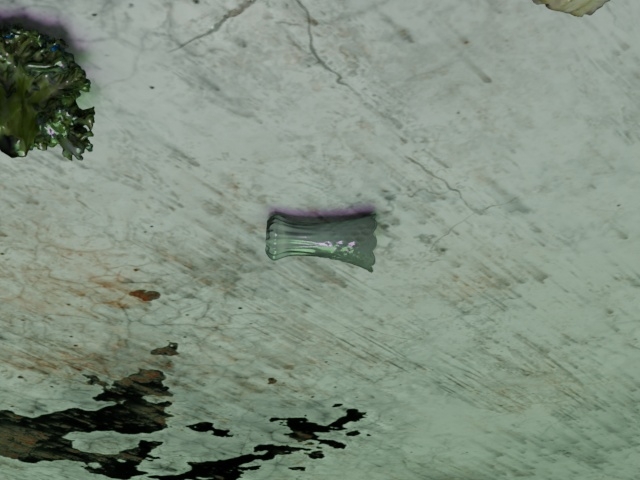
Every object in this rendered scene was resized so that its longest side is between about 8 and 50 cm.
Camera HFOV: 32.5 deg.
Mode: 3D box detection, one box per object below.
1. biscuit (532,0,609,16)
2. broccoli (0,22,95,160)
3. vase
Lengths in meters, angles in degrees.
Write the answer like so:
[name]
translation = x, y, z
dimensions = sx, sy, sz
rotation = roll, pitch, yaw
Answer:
[biscuit]
translation = 0.260, -0.299, 0.962
dimensions = 0.179, 0.084, 0.281
rotation = -7, 153, -32
[broccoli]
translation = -0.318, -0.145, 1.149
dimensions = 0.154, 0.160, 0.167
rotation = -7, 130, 9
[vase]
translation = 0.000, 0.000, 1.486
dimensions = 0.148, 0.081, 0.081
rotation = 3, 148, -3
